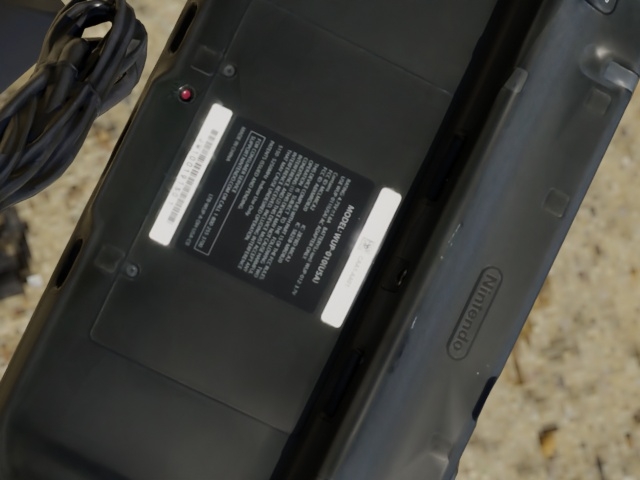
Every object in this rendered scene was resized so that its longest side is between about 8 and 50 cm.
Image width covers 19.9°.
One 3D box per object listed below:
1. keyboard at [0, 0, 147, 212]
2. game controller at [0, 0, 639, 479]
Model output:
[{"bbox_3d":[-0.131,-0.002,0.383,0.033,0.201,0.317,67,23,-19],"label":"keyboard"},{"bbox_3d":[0.000,0.000,0.674,0.319,0.166,0.067,-64,179,-3],"label":"game controller"}]
